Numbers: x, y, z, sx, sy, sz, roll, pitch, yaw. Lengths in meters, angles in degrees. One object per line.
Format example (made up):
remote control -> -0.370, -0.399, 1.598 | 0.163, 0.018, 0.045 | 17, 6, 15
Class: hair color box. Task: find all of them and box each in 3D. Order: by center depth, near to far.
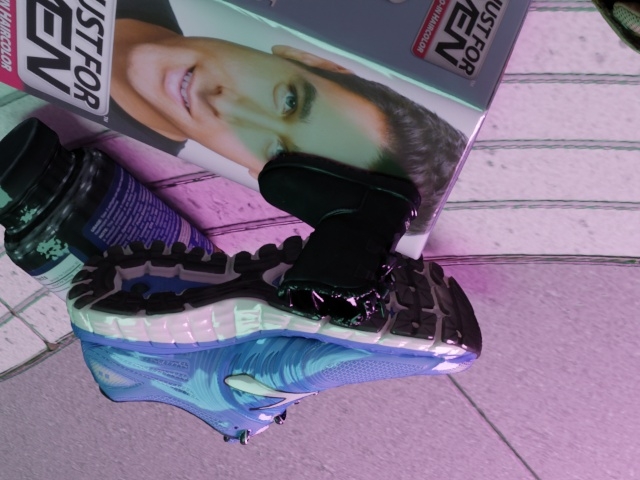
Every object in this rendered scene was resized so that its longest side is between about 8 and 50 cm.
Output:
hair color box -> -0.069, -0.144, 0.969 | 0.374, 0.114, 0.185 | 23, 149, 3

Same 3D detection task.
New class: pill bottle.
pill bottle -> -0.190, -0.002, 1.261 | 0.219, 0.123, 0.123 | 42, 145, -25

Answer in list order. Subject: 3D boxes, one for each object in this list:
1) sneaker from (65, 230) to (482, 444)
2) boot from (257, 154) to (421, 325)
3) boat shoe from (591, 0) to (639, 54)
sneaker -> -0.034, 0.082, 1.198 | 0.330, 0.130, 0.147 | 1, 127, 3
boot -> 0.000, 0.000, 0.932 | 0.121, 0.099, 0.045 | 12, 145, 21
boat shoe -> 0.197, -0.140, 0.782 | 0.324, 0.116, 0.123 | 38, 147, -20
